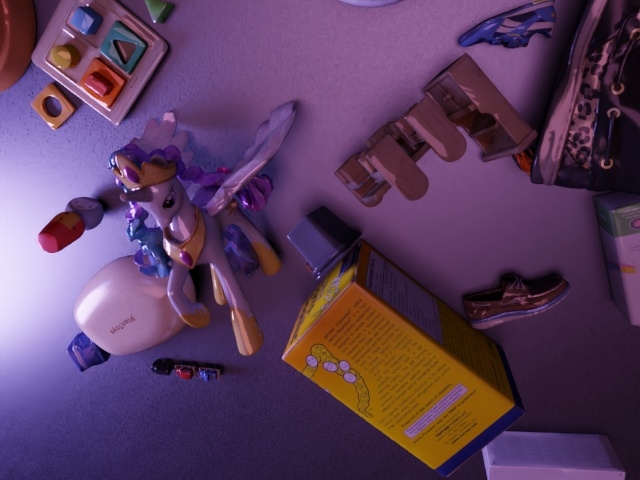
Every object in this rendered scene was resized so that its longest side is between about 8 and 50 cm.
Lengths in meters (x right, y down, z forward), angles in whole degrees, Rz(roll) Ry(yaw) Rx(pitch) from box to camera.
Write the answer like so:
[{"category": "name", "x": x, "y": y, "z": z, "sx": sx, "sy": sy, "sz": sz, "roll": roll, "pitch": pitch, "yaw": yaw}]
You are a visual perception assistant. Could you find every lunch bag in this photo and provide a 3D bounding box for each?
[{"category": "lunch bag", "x": -0.480, "y": 0.222, "z": 1.068, "sx": 0.065, "sy": 0.098, "sz": 0.067, "roll": -23, "pitch": 104, "yaw": -3}]

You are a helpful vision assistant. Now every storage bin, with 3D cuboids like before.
[{"category": "storage bin", "x": 0.000, "y": 0.000, "z": 0.897, "sx": 0.091, "sy": 0.135, "sz": 0.098, "roll": 46, "pitch": 111, "yaw": 3}]

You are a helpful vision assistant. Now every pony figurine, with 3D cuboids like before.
[{"category": "pony figurine", "x": -0.174, "y": -0.051, "z": 0.817, "sx": 0.303, "sy": 0.351, "sz": 0.363, "roll": -8, "pitch": 128, "yaw": 15}]

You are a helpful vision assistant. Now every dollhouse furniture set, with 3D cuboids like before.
[{"category": "dollhouse furniture set", "x": 0.171, "y": -0.129, "z": 0.777, "sx": 0.242, "sy": 0.212, "sz": 0.161, "roll": -45, "pitch": 98, "yaw": -7}]

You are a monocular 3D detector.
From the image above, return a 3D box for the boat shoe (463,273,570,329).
[{"category": "boat shoe", "x": 0.344, "y": 0.099, "z": 0.909, "sx": 0.183, "sy": 0.066, "sz": 0.066, "roll": -26, "pitch": 103, "yaw": 17}]

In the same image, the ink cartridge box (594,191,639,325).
[{"category": "ink cartridge box", "x": 0.555, "y": 0.016, "z": 0.832, "sx": 0.154, "sy": 0.093, "sz": 0.212, "roll": -16, "pitch": 105, "yaw": 15}]

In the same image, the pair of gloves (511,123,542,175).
[{"category": "pair of gloves", "x": 0.362, "y": -0.147, "z": 0.844, "sx": 0.083, "sy": 0.010, "sz": 0.074, "roll": -36, "pitch": 100, "yaw": 16}]

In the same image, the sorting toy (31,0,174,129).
[{"category": "sorting toy", "x": -0.386, "y": -0.320, "z": 0.873, "sx": 0.196, "sy": 0.047, "sz": 0.347, "roll": 39, "pitch": 111, "yaw": -7}]

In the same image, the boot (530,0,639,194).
[{"category": "boot", "x": 0.477, "y": -0.222, "z": 0.690, "sx": 0.284, "sy": 0.138, "sz": 0.377, "roll": 20, "pitch": 110, "yaw": 18}]

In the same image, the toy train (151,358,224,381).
[{"category": "toy train", "x": -0.283, "y": 0.276, "z": 1.087, "sx": 0.159, "sy": 0.036, "sz": 0.027, "roll": 4, "pitch": 111, "yaw": 7}]

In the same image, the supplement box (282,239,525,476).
[{"category": "supplement box", "x": 0.143, "y": 0.202, "z": 0.910, "sx": 0.357, "sy": 0.194, "sz": 0.195, "roll": 38, "pitch": 111, "yaw": -6}]

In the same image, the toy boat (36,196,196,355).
[{"category": "toy boat", "x": -0.383, "y": 0.063, "z": 0.980, "sx": 0.268, "sy": 0.148, "sz": 0.318, "roll": -27, "pitch": 112, "yaw": 22}]

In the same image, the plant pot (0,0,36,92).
[{"category": "plant pot", "x": -0.649, "y": -0.370, "z": 0.811, "sx": 0.291, "sy": 0.203, "sz": 0.290, "roll": 3, "pitch": 110, "yaw": 7}]

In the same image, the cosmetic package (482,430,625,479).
[{"category": "cosmetic package", "x": 0.446, "y": 0.432, "z": 1.003, "sx": 0.239, "sy": 0.099, "sz": 0.060, "roll": -1, "pitch": 110, "yaw": 10}]

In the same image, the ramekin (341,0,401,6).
[{"category": "ramekin", "x": 0.070, "y": -0.474, "z": 0.698, "sx": 0.278, "sy": 0.135, "sz": 0.277, "roll": 3, "pitch": 111, "yaw": 7}]

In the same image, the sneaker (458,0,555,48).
[{"category": "sneaker", "x": 0.282, "y": -0.313, "z": 0.771, "sx": 0.144, "sy": 0.053, "sz": 0.059, "roll": -14, "pitch": 110, "yaw": 15}]
